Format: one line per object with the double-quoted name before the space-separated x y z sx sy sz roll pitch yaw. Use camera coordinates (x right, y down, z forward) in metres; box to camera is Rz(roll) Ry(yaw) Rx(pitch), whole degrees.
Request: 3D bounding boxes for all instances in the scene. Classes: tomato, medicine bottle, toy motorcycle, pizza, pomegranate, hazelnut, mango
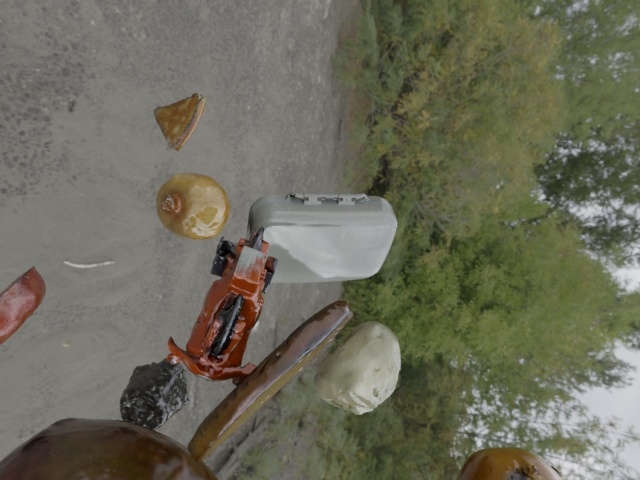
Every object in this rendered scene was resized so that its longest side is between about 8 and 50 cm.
"tomato" -0.694 0.159 0.918 0.085 0.224 0.225 48 39 -21
"medicine bottle" 0.000 0.000 1.070 0.283 0.374 0.123 105 -22 -45
"toy motorcycle" -0.154 0.116 0.724 0.326 0.147 0.222 -86 -158 -61
"pizza" -0.414 -0.348 1.192 0.185 0.195 0.052 -61 146 -5
"pomegranate" -0.363 -0.094 1.189 0.207 0.206 0.208 10 90 -76
"hazelnut" -0.367 0.503 0.660 0.420 0.352 0.422 -13 112 -34
"mango" 0.261 0.407 0.597 0.201 0.152 0.288 -53 151 -44

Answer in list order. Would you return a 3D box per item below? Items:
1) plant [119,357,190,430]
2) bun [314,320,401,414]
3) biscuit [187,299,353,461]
"plant" -0.398 0.367 1.021 0.194 0.129 0.133 -89 172 -80
"bun" 0.143 0.436 1.424 0.326 0.234 0.362 -44 169 -22
"biscuit" -0.069 0.208 0.643 0.317 0.040 0.318 -41 166 -12
